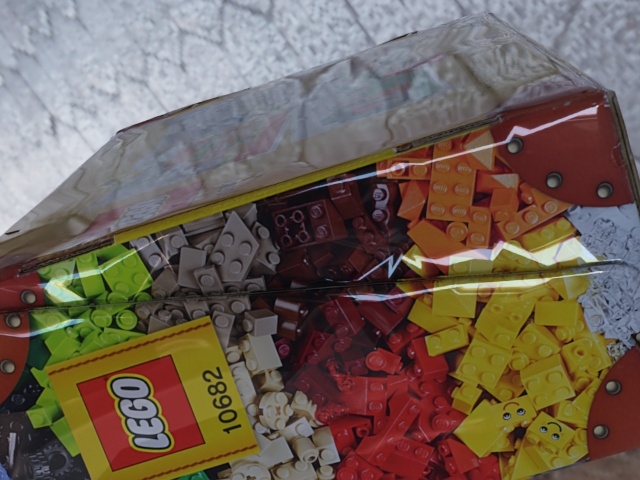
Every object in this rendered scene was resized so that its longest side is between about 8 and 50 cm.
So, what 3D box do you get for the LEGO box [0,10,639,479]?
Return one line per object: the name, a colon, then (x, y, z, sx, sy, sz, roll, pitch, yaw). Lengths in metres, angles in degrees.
LEGO box: (0.000, 0.000, 0.814, 0.500, 0.372, 0.193, -83, -25, -74)
